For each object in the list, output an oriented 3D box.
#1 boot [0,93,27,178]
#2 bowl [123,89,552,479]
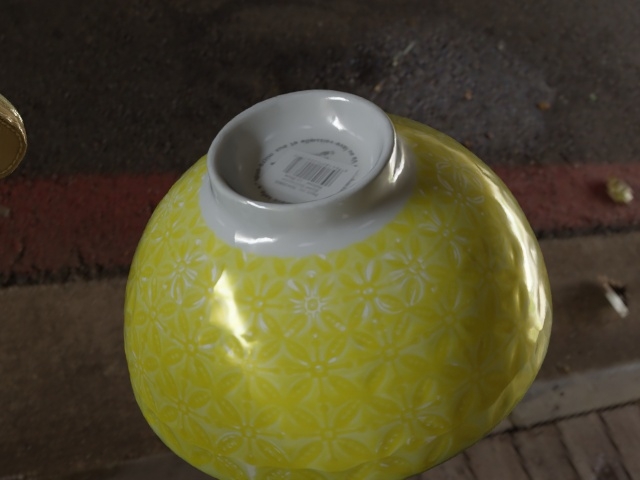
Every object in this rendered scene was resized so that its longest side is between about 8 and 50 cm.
[{"bbox_3d":[-0.275,-0.056,0.818,0.203,0.095,0.262,40,12,36],"label":"boot"},{"bbox_3d":[0.000,0.000,0.769,0.289,0.156,0.289,-6,43,6],"label":"bowl"}]
